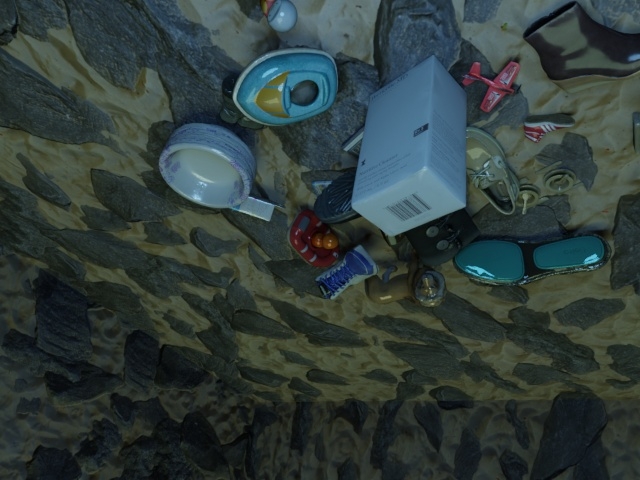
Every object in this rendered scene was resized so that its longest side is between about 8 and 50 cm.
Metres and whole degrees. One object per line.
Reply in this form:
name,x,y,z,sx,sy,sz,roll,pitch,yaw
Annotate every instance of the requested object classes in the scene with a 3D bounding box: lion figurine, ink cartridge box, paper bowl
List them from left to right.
paper bowl,-0.334,-0.240,1.566,0.284,0.148,0.284,8,146,5
ink cartridge box,-0.214,-0.116,1.740,0.181,0.061,0.104,18,-171,-9
lion figurine,0.292,0.165,1.879,0.142,0.240,0.392,35,140,-30

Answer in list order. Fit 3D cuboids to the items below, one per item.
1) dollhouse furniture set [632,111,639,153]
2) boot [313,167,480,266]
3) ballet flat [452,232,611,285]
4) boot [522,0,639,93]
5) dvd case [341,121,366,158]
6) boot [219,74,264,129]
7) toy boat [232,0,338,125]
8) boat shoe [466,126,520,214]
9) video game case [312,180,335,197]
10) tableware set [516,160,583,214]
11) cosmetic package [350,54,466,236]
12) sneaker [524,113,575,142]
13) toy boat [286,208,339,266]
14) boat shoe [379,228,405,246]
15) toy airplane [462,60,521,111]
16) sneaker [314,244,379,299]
dollhouse furniture set,0.839,-0.196,1.191,0.161,0.242,0.212,-8,141,27
boot,0.245,-0.061,1.570,0.367,0.146,0.445,-29,137,18
ballet flat,0.701,0.074,1.722,0.483,0.164,0.182,-7,162,23
boot,0.584,-0.422,1.076,0.207,0.090,0.248,34,143,-33
dvd case,0.195,-0.262,1.490,0.221,0.018,0.164,28,143,-22
boot,-0.158,-0.363,1.418,0.247,0.083,0.161,15,157,-4
toy boat,-0.085,-0.410,1.200,0.268,0.148,0.318,-18,134,-10
boat shoe,0.467,-0.191,1.431,0.109,0.098,0.302,-19,130,38
video game case,0.068,-0.154,1.686,0.166,0.015,0.119,-1,144,18
tableware set,0.651,-0.145,1.502,0.128,0.039,0.194,32,141,-27
cosmetic package,0.218,-0.225,1.213,0.156,0.385,0.217,35,137,-31
sneaker,0.585,-0.286,1.315,0.119,0.042,0.067,6,142,22
toy boat,0.000,0.000,1.790,0.151,0.151,0.231,9,152,41
boat shoe,0.224,-0.097,1.677,0.095,0.095,0.257,-27,133,1
toy airplane,0.411,-0.381,1.243,0.151,0.028,0.151,8,144,6
sneaker,0.085,0.135,1.867,0.127,0.182,0.315,51,162,3
